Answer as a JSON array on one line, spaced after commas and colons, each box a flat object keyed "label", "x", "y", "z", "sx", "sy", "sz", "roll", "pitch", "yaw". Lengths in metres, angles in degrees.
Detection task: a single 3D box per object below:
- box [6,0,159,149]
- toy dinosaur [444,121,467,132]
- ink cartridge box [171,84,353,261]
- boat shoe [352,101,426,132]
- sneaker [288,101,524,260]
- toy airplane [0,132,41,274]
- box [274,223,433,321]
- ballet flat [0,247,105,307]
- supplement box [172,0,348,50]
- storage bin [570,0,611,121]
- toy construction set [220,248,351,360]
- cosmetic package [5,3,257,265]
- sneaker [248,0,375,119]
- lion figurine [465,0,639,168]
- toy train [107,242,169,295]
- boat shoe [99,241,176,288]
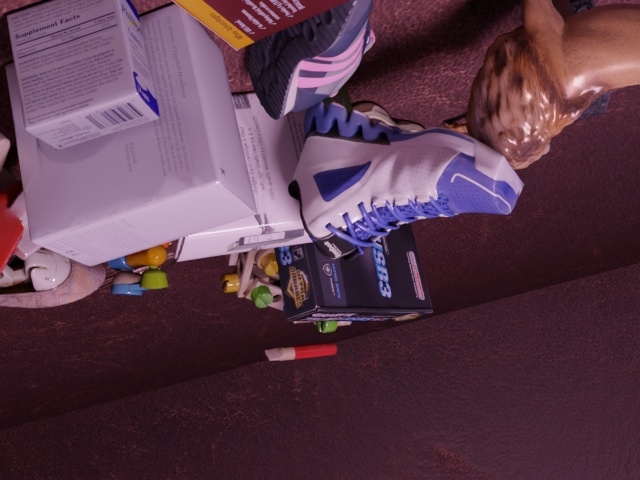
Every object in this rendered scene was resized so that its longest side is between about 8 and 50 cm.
[{"label": "box", "x": -0.248, "y": -0.182, "z": 0.971, "sx": 0.126, "sy": 0.137, "sz": 0.072, "roll": -16, "pitch": 165, "yaw": 8}, {"label": "toy dinosaur", "x": 0.289, "y": -0.203, "z": 1.466, "sx": 0.112, "sy": 0.064, "sz": 0.211, "roll": 2, "pitch": 157, "yaw": -40}, {"label": "ink cartridge box", "x": -0.083, "y": -0.095, "z": 1.284, "sx": 0.273, "sy": 0.198, "sz": 0.115, "roll": -8, "pitch": 164, "yaw": -17}, {"label": "boat shoe", "x": 0.110, "y": -0.138, "z": 1.476, "sx": 0.095, "sy": 0.095, "sz": 0.257, "roll": -23, "pitch": 161, "yaw": 30}, {"label": "sneaker", "x": 0.081, "y": -0.049, "z": 1.145, "sx": 0.315, "sy": 0.182, "sz": 0.127, "roll": 19, "pitch": 171, "yaw": 35}, {"label": "toy airplane", "x": -0.489, "y": 0.022, "z": 1.143, "sx": 0.272, "sy": 0.386, "sz": 0.384, "roll": 27, "pitch": -179, "yaw": -17}, {"label": "box", "x": 0.041, "y": -0.018, "z": 1.471, "sx": 0.073, "sy": 0.295, "sz": 0.293, "roll": -24, "pitch": 160, "yaw": 38}, {"label": "ballet flat", "x": -0.539, "y": 0.064, "z": 1.628, "sx": 0.316, "sy": 0.107, "sz": 0.106, "roll": -9, "pitch": 150, "yaw": -16}, {"label": "supplement box", "x": -0.046, "y": -0.288, "z": 0.799, "sx": 0.194, "sy": 0.129, "sz": 0.191, "roll": -19, "pitch": 163, "yaw": 19}, {"label": "storage bin", "x": 0.337, "y": -0.243, "z": 1.266, "sx": 0.084, "sy": 0.122, "sz": 0.180, "roll": -16, "pitch": 163, "yaw": 8}, {"label": "toy construction set", "x": -0.102, "y": 0.059, "z": 1.604, "sx": 0.237, "sy": 0.309, "sz": 0.257, "roll": -3, "pitch": 156, "yaw": -34}, {"label": "cosmetic package", "x": -0.214, "y": -0.116, "z": 1.065, "sx": 0.225, "sy": 0.224, "sz": 0.138, "roll": -17, "pitch": 163, "yaw": 12}, {"label": "sneaker", "x": 0.014, "y": -0.249, "z": 1.055, "sx": 0.131, "sy": 0.112, "sz": 0.319, "roll": -23, "pitch": 174, "yaw": -23}, {"label": "lion figurine", "x": 0.346, "y": -0.224, "z": 1.061, "sx": 0.392, "sy": 0.240, "sz": 0.142, "roll": -9, "pitch": 170, "yaw": 32}, {"label": "toy train", "x": -0.271, "y": 0.016, "z": 1.514, "sx": 0.105, "sy": 0.143, "sz": 0.248, "roll": 2, "pitch": 174, "yaw": -43}, {"label": "boat shoe", "x": -0.339, "y": 0.048, "z": 1.776, "sx": 0.207, "sy": 0.073, "sz": 0.073, "roll": -12, "pitch": 162, "yaw": -11}]
